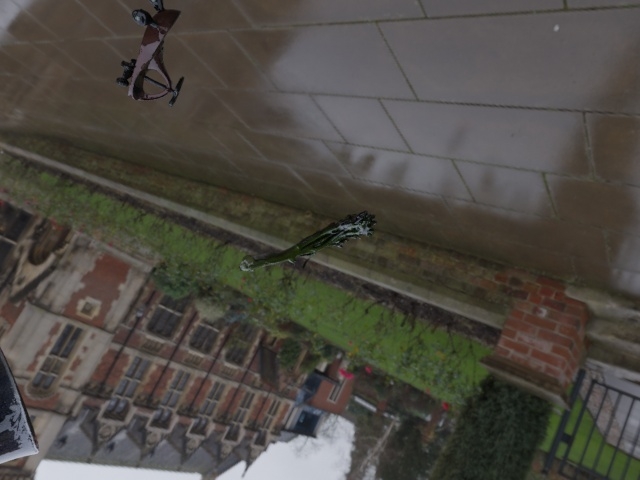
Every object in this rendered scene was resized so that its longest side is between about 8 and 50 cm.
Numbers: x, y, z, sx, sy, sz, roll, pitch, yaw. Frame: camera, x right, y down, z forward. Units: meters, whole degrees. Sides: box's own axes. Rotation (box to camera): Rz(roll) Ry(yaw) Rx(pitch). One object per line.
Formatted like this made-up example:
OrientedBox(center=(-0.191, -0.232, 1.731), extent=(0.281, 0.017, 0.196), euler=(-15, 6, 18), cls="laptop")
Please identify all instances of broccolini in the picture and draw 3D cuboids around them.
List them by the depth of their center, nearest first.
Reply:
OrientedBox(center=(-0.006, 0.002, 0.733), extent=(0.271, 0.123, 0.062), euler=(-18, -111, -51), cls="broccolini")

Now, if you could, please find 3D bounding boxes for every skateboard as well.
OrientedBox(center=(-0.217, -0.243, 0.660), extent=(0.080, 0.067, 0.151), euler=(24, 135, -17), cls="skateboard")

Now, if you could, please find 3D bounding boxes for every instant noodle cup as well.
OrientedBox(center=(-0.373, 0.187, 0.487), extent=(0.135, 0.127, 0.127), euler=(-21, -156, -37), cls="instant noodle cup")
